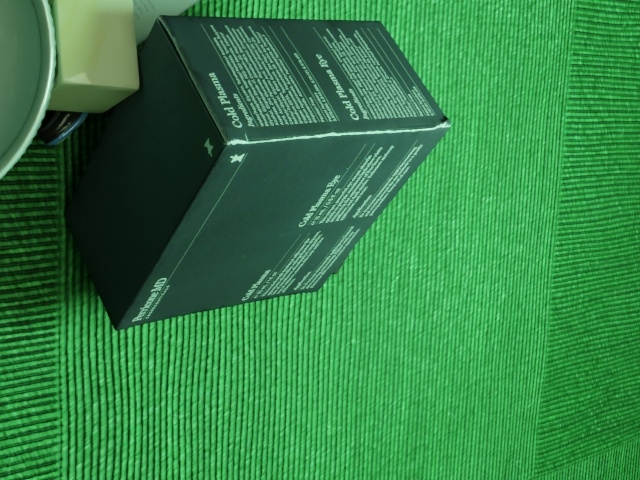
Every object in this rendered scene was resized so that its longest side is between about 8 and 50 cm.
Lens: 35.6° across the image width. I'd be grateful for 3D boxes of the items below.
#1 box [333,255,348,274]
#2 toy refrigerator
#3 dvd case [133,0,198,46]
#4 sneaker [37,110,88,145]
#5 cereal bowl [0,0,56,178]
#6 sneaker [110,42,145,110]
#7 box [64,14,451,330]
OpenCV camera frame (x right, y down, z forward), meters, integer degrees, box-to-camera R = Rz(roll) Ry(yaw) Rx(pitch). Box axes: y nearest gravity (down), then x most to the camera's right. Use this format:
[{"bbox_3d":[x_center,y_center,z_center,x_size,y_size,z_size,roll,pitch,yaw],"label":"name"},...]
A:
[{"bbox_3d":[0.000,0.000,1.457,0.083,0.052,0.062,45,72,-38],"label":"box"},{"bbox_3d":[-0.264,-0.280,1.053,0.094,0.102,0.269,0,82,-35],"label":"toy refrigerator"},{"bbox_3d":[-0.260,-0.299,1.136,0.253,0.022,0.180,-46,109,-32],"label":"dvd case"},{"bbox_3d":[-0.299,-0.201,1.154,0.078,0.067,0.188,17,83,-36],"label":"sneaker"},{"bbox_3d":[-0.425,-0.184,0.957,0.339,0.141,0.339,-2,100,-12],"label":"cereal bowl"},{"bbox_3d":[-0.172,-0.212,1.242,0.267,0.106,0.101,-23,95,-57],"label":"sneaker"},{"bbox_3d":[-0.083,-0.080,1.167,0.312,0.179,0.343,-10,149,-40],"label":"box"}]
